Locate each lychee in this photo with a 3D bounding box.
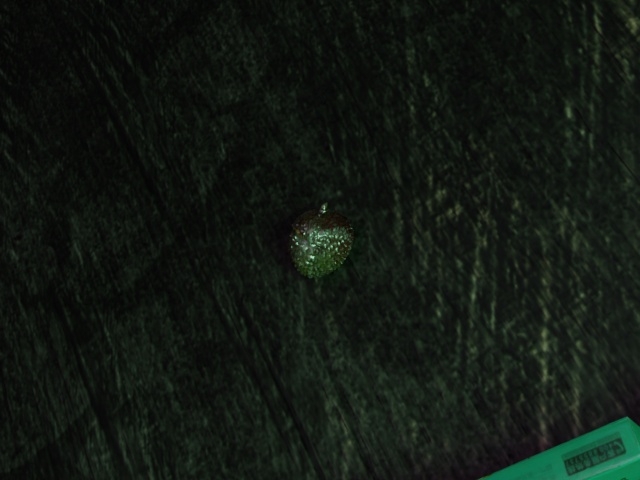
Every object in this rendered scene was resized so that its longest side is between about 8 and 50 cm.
[{"bbox_3d":[0.000,0.000,1.229,0.067,0.068,0.083,24,107,18],"label":"lychee"}]

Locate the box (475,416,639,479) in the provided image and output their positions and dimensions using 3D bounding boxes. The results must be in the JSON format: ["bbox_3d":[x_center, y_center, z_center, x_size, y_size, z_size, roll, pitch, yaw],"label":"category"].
[{"bbox_3d":[0.181,0.224,0.942,0.226,0.161,0.042,-29,52,21],"label":"box"}]
